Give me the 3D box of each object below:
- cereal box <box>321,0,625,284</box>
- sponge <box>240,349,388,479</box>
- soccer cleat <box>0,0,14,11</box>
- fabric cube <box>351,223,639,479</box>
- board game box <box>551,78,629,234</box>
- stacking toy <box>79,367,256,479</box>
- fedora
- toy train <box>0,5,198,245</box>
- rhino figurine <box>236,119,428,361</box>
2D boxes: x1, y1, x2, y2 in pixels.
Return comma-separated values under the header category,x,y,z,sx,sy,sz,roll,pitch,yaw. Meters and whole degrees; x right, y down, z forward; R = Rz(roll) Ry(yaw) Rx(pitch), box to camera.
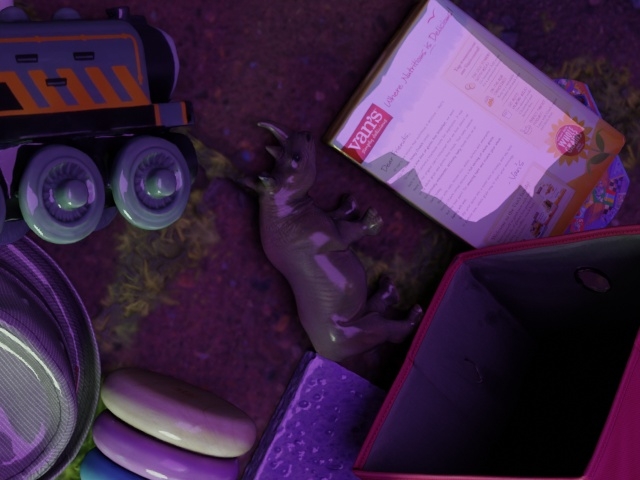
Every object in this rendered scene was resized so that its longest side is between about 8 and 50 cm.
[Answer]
category,x,y,z,sx,sy,sz,roll,pitch,yaw
cereal box,0.145,-0.095,1.315,0.240,0.047,0.173,36,89,-14
sponge,-0.009,0.221,1.314,0.117,0.031,0.210,29,84,-21
soccer cleat,-0.343,-0.201,1.132,0.196,0.068,0.076,10,86,-28
fabric cube,0.236,0.172,1.229,0.258,0.254,0.259,46,56,-28
board game box,0.241,-0.073,1.381,0.133,0.033,0.169,-31,105,-16
stacking toy,-0.175,0.284,1.208,0.141,0.141,0.330,21,91,-21
fedora,-0.298,0.105,1.143,0.243,0.124,0.275,-36,106,-15
toy train,-0.238,-0.090,1.104,0.334,0.142,0.190,-10,97,-43
rhino figurine,0.000,0.000,1.275,0.106,0.073,0.243,-31,103,-19
